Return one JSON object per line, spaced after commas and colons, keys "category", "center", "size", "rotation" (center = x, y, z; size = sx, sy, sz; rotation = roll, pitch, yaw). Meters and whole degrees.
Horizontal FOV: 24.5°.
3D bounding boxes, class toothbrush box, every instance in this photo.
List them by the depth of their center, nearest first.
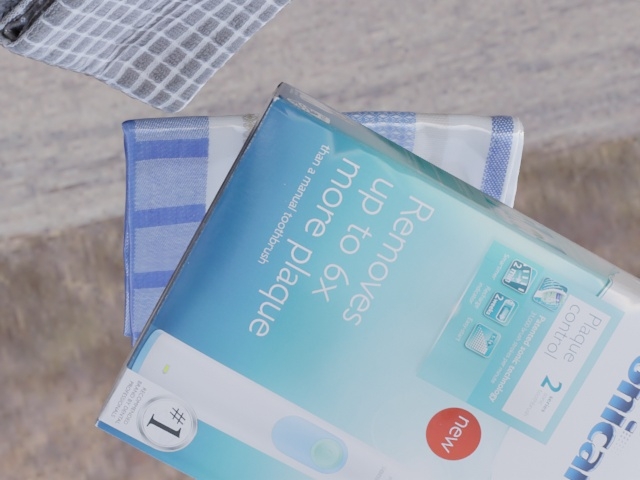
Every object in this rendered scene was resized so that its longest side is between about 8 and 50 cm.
{"category": "toothbrush box", "center": [0.051, 0.072, 0.871], "size": [0.295, 0.216, 0.126], "rotation": [29, -171, -6]}

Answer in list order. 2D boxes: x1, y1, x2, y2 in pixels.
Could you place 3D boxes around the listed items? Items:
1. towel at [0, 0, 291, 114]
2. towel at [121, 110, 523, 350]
{"category": "towel", "center": [-0.094, -0.218, 1.024], "size": [0.283, 0.121, 0.235], "rotation": [-41, 166, 15]}
{"category": "towel", "center": [0.000, 0.000, 1.062], "size": [0.285, 0.209, 0.034], "rotation": [-1, -143, -9]}
